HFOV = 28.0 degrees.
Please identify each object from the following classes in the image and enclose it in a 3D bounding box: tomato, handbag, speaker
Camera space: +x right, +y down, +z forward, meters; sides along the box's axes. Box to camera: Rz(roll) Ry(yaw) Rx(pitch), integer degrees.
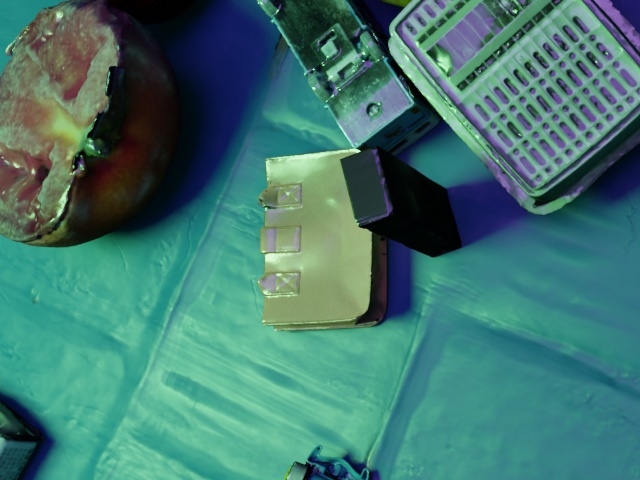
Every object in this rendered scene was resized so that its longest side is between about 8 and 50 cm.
[{"bbox_3d":[-0.297,-0.152,1.662,0.289,0.176,0.335,36,109,44],"label":"tomato"},{"bbox_3d":[0.000,0.000,1.560,0.157,0.059,0.213,-5,77,23],"label":"handbag"},{"bbox_3d":[0.095,-0.038,1.434,0.044,0.218,0.082,-21,71,21],"label":"speaker"}]

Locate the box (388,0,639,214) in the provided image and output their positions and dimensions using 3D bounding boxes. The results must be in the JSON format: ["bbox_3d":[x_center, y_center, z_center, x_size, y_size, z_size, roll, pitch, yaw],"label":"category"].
[{"bbox_3d":[0.228,-0.192,1.406,0.220,0.166,0.290,-41,80,12],"label":"box"}]

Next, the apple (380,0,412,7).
[{"bbox_3d":[0.106,-0.364,1.517,0.182,0.182,0.155,10,61,26],"label":"apple"}]

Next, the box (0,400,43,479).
[{"bbox_3d":[-0.538,0.361,1.713,0.190,0.112,0.370,30,94,25],"label":"box"}]

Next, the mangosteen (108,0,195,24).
[{"bbox_3d":[-0.239,-0.368,1.688,0.199,0.200,0.200,-5,78,24],"label":"mangosteen"}]

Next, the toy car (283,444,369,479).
[{"bbox_3d":[-0.014,0.332,1.500,0.126,0.098,0.161,25,61,0],"label":"toy car"}]

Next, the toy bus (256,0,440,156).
[{"bbox_3d":[0.023,-0.241,1.555,0.106,0.131,0.297,-36,67,16],"label":"toy bus"}]
